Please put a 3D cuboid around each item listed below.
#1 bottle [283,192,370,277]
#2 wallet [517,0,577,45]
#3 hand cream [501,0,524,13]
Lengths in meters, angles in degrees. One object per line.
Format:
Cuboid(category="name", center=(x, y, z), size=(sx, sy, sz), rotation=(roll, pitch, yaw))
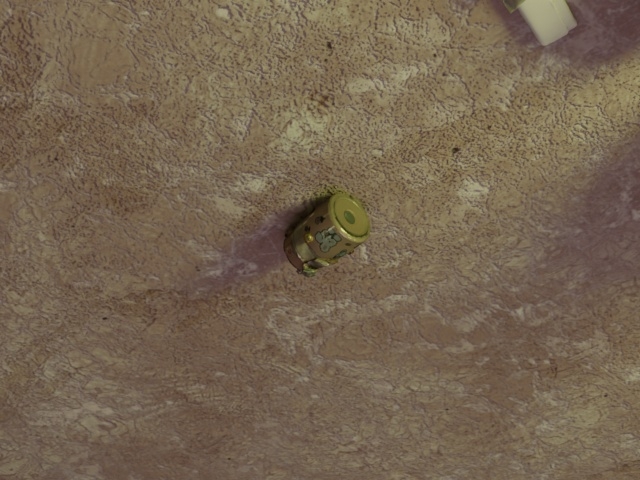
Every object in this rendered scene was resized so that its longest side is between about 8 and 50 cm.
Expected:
Cuboid(category="bottle", center=(0.001, 0.000, 2.096), size=(0.099, 0.099, 0.152), rotation=(29, 132, -31))
Cuboid(category="wallet", center=(0.300, -0.320, 1.788), size=(0.061, 0.025, 0.122), rotation=(-27, 133, 17))
Cuboid(category="hand cream", center=(0.291, -0.372, 1.693), size=(0.186, 0.054, 0.087), rotation=(-29, 103, 38))
